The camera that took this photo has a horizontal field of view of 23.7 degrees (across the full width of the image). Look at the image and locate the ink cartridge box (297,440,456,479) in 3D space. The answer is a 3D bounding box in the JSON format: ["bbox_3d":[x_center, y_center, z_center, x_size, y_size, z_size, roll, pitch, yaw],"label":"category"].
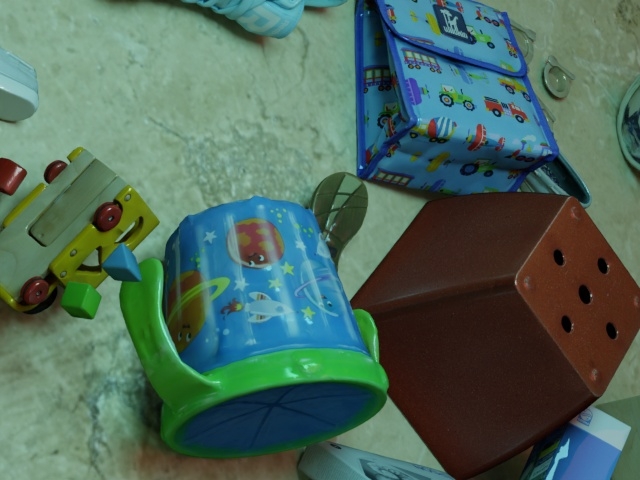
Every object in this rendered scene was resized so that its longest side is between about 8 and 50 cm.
[{"bbox_3d":[0.120,0.297,1.674,0.223,0.224,0.045,20,96,-37],"label":"ink cartridge box"}]

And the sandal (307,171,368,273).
[{"bbox_3d":[0.000,0.000,1.789,0.072,0.049,0.180,27,73,-27],"label":"sandal"}]

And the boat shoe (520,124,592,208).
[{"bbox_3d":[0.291,-0.125,2.073,0.227,0.081,0.079,50,48,-17],"label":"boat shoe"}]

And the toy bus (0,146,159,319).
[{"bbox_3d":[-0.255,0.012,1.500,0.104,0.202,0.191,57,29,-55],"label":"toy bus"}]

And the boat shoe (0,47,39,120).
[{"bbox_3d":[-0.357,-0.184,1.515,0.184,0.066,0.063,23,50,-34],"label":"boat shoe"}]

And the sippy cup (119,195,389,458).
[{"bbox_3d":[-0.065,0.085,1.587,0.305,0.240,0.224,75,3,-66],"label":"sippy cup"}]

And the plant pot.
[{"bbox_3d":[0.231,0.093,1.831,0.267,0.235,0.267,53,48,-15],"label":"plant pot"}]

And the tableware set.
[{"bbox_3d":[0.299,-0.226,2.161,0.141,0.020,0.169,39,52,-26],"label":"tableware set"}]

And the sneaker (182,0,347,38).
[{"bbox_3d":[-0.083,-0.305,1.760,0.366,0.135,0.150,-22,87,-44],"label":"sneaker"}]

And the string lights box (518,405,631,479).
[{"bbox_3d":[0.269,0.330,1.804,0.076,0.133,0.260,29,65,0],"label":"string lights box"}]

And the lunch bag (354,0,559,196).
[{"bbox_3d":[0.156,-0.214,1.957,0.220,0.138,0.293,10,56,-26],"label":"lunch bag"}]

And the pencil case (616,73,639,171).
[{"bbox_3d":[0.624,-0.173,2.343,0.410,0.160,0.184,-1,61,-43],"label":"pencil case"}]

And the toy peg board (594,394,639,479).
[{"bbox_3d":[0.474,0.281,2.049,0.079,0.160,0.161,0,74,-59],"label":"toy peg board"}]
